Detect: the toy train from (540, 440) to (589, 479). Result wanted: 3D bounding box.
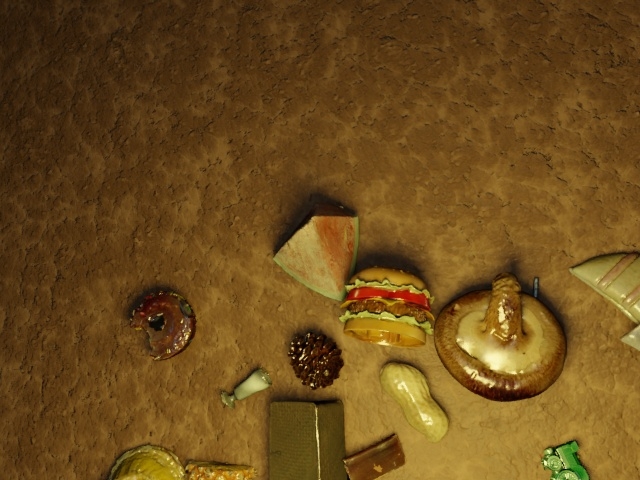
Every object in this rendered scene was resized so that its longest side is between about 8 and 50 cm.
[{"bbox_3d":[0.667,0.632,1.460,0.104,0.071,0.178,-22,70,-3],"label":"toy train"}]

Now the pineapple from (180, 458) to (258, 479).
[{"bbox_3d":[-0.319,0.719,1.660,0.233,0.135,0.080,2,77,14],"label":"pineapple"}]

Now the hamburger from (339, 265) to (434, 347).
[{"bbox_3d":[0.195,0.184,1.596,0.274,0.274,0.212,4,70,16],"label":"hamburger"}]

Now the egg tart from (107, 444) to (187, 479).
[{"bbox_3d":[-0.558,0.798,1.710,0.314,0.120,0.315,-3,75,13],"label":"egg tart"}]

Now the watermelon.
[{"bbox_3d":[0.029,0.021,1.705,0.250,0.292,0.283,33,84,-10],"label":"watermelon"}]

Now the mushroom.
[{"bbox_3d":[0.499,0.284,1.524,0.345,0.239,0.345,-13,66,32],"label":"mushroom"}]

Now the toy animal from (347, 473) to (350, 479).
[{"bbox_3d":[0.082,0.721,1.601,0.220,0.062,0.108,48,112,20],"label":"toy animal"}]

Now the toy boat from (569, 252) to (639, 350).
[{"bbox_3d":[0.897,0.135,1.514,0.275,0.111,0.294,-22,61,1],"label":"toy boat"}]

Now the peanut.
[{"bbox_3d":[0.276,0.456,1.584,0.123,0.123,0.257,-41,72,2],"label":"peanut"}]

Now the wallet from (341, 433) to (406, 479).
[{"bbox_3d":[0.156,0.634,1.574,0.176,0.026,0.095,-21,86,-19],"label":"wallet"}]

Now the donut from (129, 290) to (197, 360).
[{"bbox_3d":[-0.518,0.282,1.848,0.230,0.096,0.216,38,85,20],"label":"donut"}]

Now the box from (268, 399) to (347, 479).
[{"bbox_3d":[-0.038,0.603,1.586,0.184,0.143,0.274,-12,73,34],"label":"box"}]

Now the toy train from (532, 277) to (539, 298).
[{"bbox_3d":[0.636,0.153,1.619,0.017,0.017,0.083,3,77,17],"label":"toy train"}]

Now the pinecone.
[{"bbox_3d":[-0.024,0.355,1.673,0.165,0.163,0.163,33,86,41],"label":"pinecone"}]

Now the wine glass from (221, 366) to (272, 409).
[{"bbox_3d":[-0.234,0.468,1.737,0.155,0.072,0.072,-34,70,5],"label":"wine glass"}]
